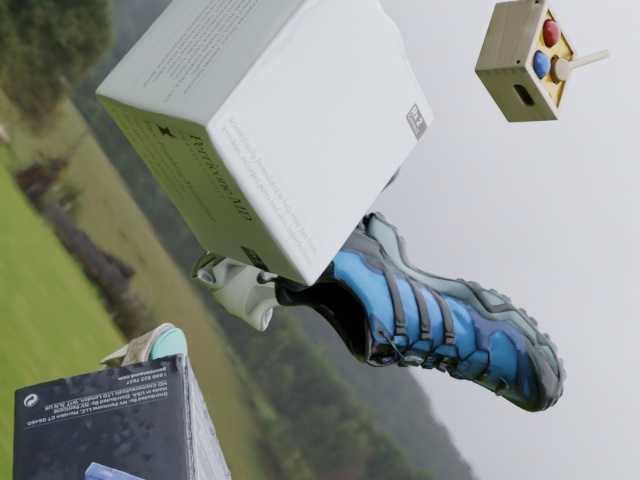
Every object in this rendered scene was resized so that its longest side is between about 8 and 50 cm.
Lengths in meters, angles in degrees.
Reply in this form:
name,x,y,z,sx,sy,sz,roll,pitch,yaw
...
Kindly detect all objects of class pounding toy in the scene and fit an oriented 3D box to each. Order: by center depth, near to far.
name,x,y,z,sx,sy,sz,roll,pitch,yaw
pounding toy,0.279,-0.223,1.755,0.100,0.130,0.141,0,-32,35

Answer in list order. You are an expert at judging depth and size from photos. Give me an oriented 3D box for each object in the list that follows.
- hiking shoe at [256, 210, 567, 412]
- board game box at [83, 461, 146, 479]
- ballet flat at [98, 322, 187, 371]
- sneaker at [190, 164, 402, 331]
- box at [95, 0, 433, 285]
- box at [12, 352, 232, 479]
name,x,y,z,sx,sy,sz,roll,pitch,yaw
hiking shoe,0.091,0.091,1.370,0.304,0.132,0.113,33,-35,9
board game box,-0.139,0.220,1.047,0.090,0.090,0.020,17,23,6
ballet flat,-0.270,0.203,1.975,0.316,0.106,0.107,-69,153,-69
sneaker,0.000,0.000,1.767,0.146,0.330,0.122,47,32,-13
box,-0.034,-0.099,1.027,0.119,0.182,0.181,17,-29,39
box,-0.169,0.321,1.324,0.294,0.182,0.296,-102,179,-46
